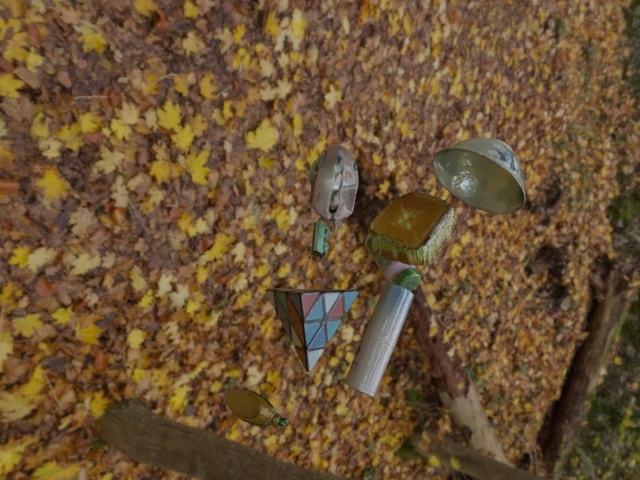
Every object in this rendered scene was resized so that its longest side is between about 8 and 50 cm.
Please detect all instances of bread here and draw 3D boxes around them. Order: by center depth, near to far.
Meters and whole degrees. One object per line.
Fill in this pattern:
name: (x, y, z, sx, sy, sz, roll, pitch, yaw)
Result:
bread: (0.160, -0.023, 0.856, 0.140, 0.128, 0.069, -50, 142, -27)

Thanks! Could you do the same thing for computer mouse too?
computer mouse: (0.054, -0.212, 1.843, 0.115, 0.200, 0.388, 107, -12, -66)

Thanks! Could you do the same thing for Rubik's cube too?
Rubik's cube: (-0.033, 0.252, 1.343, 0.250, 0.284, 0.234, 70, 22, -85)

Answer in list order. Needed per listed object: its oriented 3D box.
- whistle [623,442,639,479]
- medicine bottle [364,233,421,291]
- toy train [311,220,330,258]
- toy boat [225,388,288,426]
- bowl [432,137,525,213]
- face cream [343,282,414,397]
whistle: (0.467, 0.331, 0.673, 0.198, 0.104, 0.057, -40, 112, -1)
medicine bottle: (0.290, 0.078, 1.935, 0.134, 0.274, 0.133, -16, 139, -14)
toy train: (0.000, 0.000, 1.817, 0.071, 0.038, 0.147, 25, 53, -30)
toy boat: (-0.205, 0.503, 1.459, 0.088, 0.230, 0.088, 46, 64, -53)
bowl: (0.527, -0.233, 1.532, 0.146, 0.313, 0.313, -54, 151, -13)
face cream: (0.135, 0.224, 1.108, 0.250, 0.077, 0.077, -65, 154, -15)
